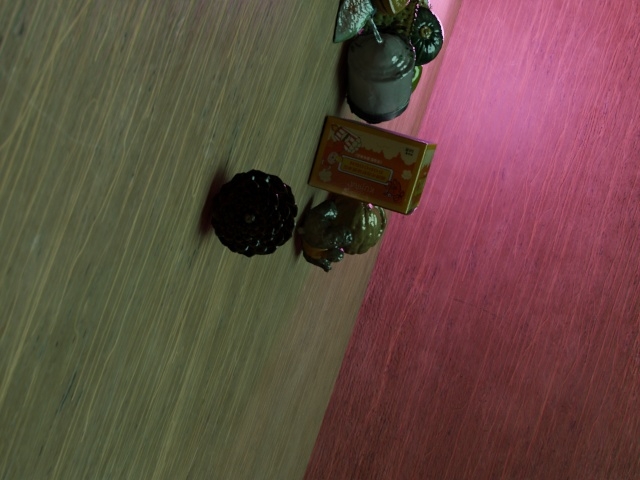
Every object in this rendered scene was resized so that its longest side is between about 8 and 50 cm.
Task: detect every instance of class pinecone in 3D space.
[{"bbox_3d":[-0.118,-0.051,1.343,0.165,0.163,0.162,-19,126,-84],"label":"pinecone"}]

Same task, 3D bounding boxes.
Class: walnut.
[{"bbox_3d":[0.109,-0.060,2.281,0.245,0.198,0.198,101,13,-45],"label":"walnut"}]

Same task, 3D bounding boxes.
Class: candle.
[{"bbox_3d":[0.157,-0.462,1.898,0.330,0.188,0.187,83,27,-68],"label":"candle"}]

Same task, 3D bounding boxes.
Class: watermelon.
[{"bbox_3d":[0.077,-0.563,1.736,0.094,0.081,0.180,-2,106,-50],"label":"watermelon"}]

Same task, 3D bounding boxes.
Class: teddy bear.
[{"bbox_3d":[0.000,0.000,2.029,0.140,0.177,0.190,-18,144,-16],"label":"teddy bear"}]

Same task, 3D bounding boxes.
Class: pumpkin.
[{"bbox_3d":[0.270,-0.581,2.051,0.125,0.167,0.167,-8,-125,58],"label":"pumpkin"}]

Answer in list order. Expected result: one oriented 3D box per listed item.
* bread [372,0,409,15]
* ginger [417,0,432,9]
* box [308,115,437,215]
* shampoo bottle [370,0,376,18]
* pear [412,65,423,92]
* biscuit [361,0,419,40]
[{"bbox_3d":[0.153,-0.652,1.755,0.116,0.077,0.200,-51,131,-25],"label":"bread"},{"bbox_3d":[0.353,-0.920,2.365,0.148,0.081,0.333,-51,155,-49],"label":"ginger"},{"bbox_3d":[0.151,-0.211,2.008,0.259,0.284,0.213,-29,135,-72],"label":"box"},{"bbox_3d":[0.149,-0.662,1.864,0.072,0.072,0.214,82,29,-64],"label":"shampoo bottle"},{"bbox_3d":[0.218,-0.523,2.208,0.216,0.166,0.180,-135,-134,-68],"label":"pear"},{"bbox_3d":[0.181,-0.573,1.956,0.203,0.144,0.016,96,4,-50],"label":"biscuit"}]
